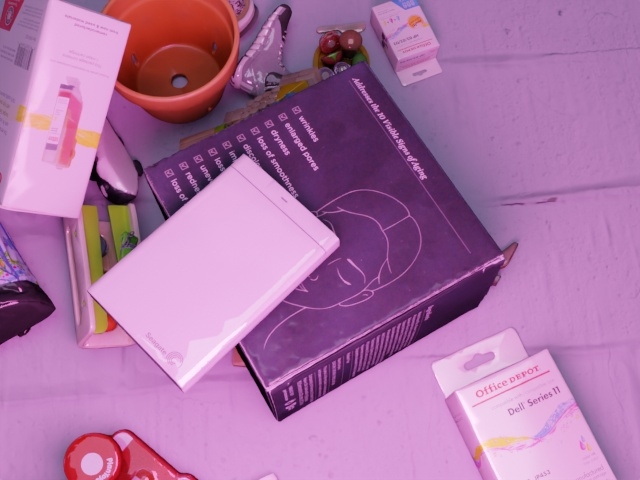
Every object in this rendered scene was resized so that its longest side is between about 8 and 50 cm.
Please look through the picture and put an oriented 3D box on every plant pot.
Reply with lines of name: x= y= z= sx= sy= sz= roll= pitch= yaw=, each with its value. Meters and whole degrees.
plant pot: x=-0.309 y=-0.377 z=1.781 sx=0.290 sy=0.203 sz=0.291 roll=1 pitch=71 yaw=-2

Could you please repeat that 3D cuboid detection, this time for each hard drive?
hard drive: x=-0.173 y=0.045 z=1.400 sx=0.233 sy=0.047 sz=0.353 roll=42 pitch=74 yaw=16

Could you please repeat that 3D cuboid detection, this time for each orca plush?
orca plush: x=-0.474 y=-0.175 z=1.767 sx=0.102 sy=0.151 sz=0.287 roll=-40 pitch=76 yaw=20

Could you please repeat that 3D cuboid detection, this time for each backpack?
backpack: x=-0.728 y=0.035 z=1.633 sx=0.290 sy=0.273 sz=0.356 roll=-28 pitch=62 yaw=-3

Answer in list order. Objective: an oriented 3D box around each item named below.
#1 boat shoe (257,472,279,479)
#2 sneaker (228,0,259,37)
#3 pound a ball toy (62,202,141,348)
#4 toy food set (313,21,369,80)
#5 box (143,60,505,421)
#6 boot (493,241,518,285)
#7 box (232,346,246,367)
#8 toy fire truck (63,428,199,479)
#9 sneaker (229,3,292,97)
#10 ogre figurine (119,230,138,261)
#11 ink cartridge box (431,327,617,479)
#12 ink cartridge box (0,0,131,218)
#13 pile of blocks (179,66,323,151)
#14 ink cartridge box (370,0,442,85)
boat shoe: x=-0.152 y=0.504 z=1.575 sx=0.184 sy=0.066 sz=0.063 roll=-26 pitch=73 yaw=-19
sneaker: x=-0.314 y=-0.621 z=1.872 sx=0.410 sy=0.182 sz=0.158 roll=34 pitch=74 yaw=10
pound a ball toy: x=-0.388 y=0.092 z=1.682 sx=0.208 sy=0.136 sz=0.319 roll=0 pitch=66 yaw=-33
toy food set: x=0.047 y=-0.403 z=1.868 sx=0.128 sy=0.071 sz=0.218 roll=0 pitch=72 yaw=-1
box: x=0.000 y=0.000 z=1.600 sx=0.471 sy=0.297 sz=0.480 roll=-28 pitch=70 yaw=-10
boot: x=0.344 y=0.035 z=1.748 sx=0.087 sy=0.042 sz=0.118 roll=30 pitch=73 yaw=10
box: x=-0.067 y=0.179 z=1.699 sx=0.201 sy=0.021 sz=0.164 roll=5 pitch=69 yaw=2
toy fire truck: x=-0.379 y=0.498 z=1.514 sx=0.254 sy=0.169 sz=0.302 roll=38 pitch=76 yaw=6
sneaker: x=-0.092 y=-0.401 z=1.868 sx=0.132 sy=0.086 sz=0.229 roll=32 pitch=76 yaw=-3
ogre figurine: x=-0.310 y=0.082 z=1.592 sx=0.096 sy=0.197 sz=0.118 roll=-11 pitch=36 yaw=23
ink cartridge box: x=0.377 y=0.346 z=1.605 sx=0.207 sy=0.119 sz=0.353 roll=-23 pitch=74 yaw=-8
ink cartridge box: x=-0.532 y=-0.265 z=1.624 sx=0.160 sy=0.279 sz=0.385 roll=11 pitch=101 yaw=-39
pile of blocks: x=-0.127 y=-0.217 z=1.773 sx=0.362 sy=0.113 sz=0.149 roll=-34 pitch=38 yaw=-6
ink cartridge box: x=0.195 y=-0.447 z=1.890 sx=0.104 sy=0.061 sz=0.181 roll=-22 pitch=74 yaw=-8
